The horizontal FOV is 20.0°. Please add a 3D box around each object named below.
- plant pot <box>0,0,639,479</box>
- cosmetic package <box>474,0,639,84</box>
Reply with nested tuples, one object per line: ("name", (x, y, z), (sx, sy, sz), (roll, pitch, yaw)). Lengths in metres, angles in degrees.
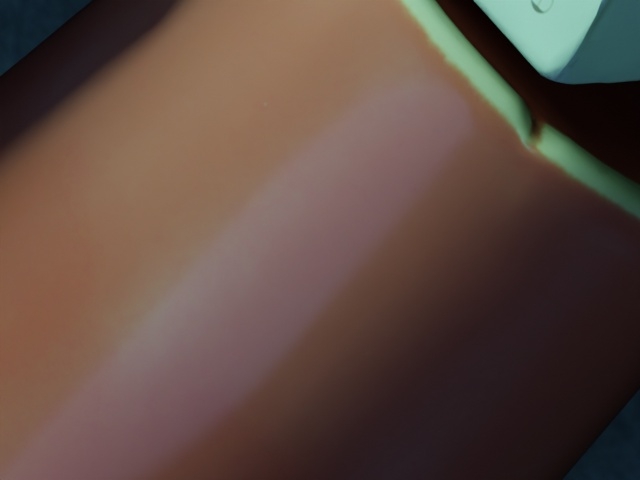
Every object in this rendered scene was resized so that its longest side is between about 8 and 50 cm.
("plant pot", (0.000, 0.000, 0.634), (0.275, 0.275, 0.243), (48, 118, 6))
("cosmetic package", (0.096, -0.161, 0.514), (0.184, 0.151, 0.151), (52, 133, 32))
